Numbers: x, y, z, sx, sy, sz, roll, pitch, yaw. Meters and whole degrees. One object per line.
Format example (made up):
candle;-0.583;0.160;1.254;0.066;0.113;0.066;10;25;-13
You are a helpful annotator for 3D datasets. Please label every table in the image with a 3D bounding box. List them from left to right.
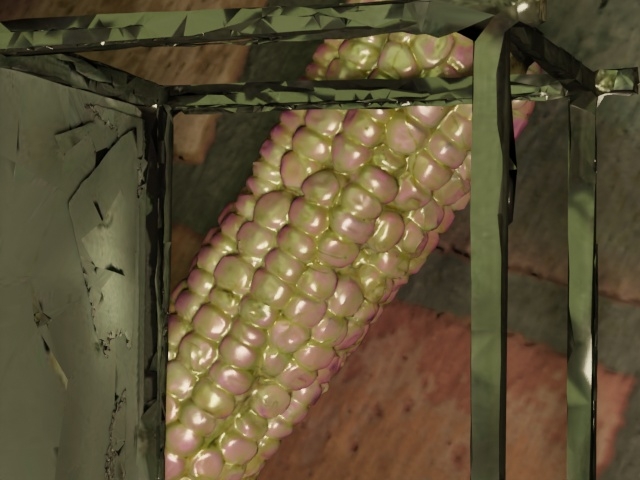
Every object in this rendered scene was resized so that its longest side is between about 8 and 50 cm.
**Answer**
table;-0.005;0.075;0.882;0.272;0.222;0.335;-1;86;19

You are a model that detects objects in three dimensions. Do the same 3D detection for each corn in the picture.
corn;0.001;0.001;1.064;0.126;0.126;0.335;36;95;37
